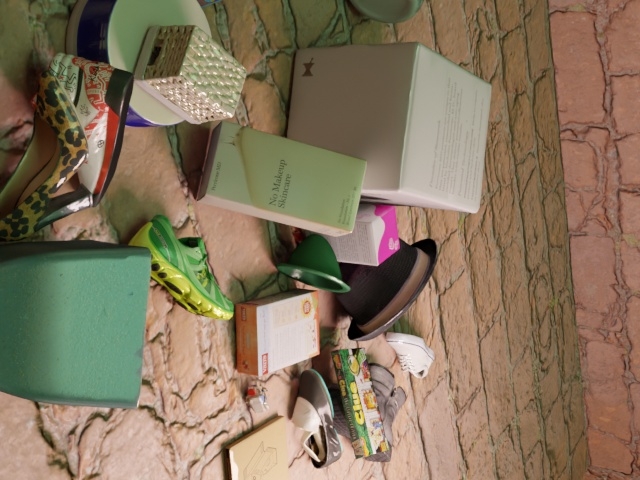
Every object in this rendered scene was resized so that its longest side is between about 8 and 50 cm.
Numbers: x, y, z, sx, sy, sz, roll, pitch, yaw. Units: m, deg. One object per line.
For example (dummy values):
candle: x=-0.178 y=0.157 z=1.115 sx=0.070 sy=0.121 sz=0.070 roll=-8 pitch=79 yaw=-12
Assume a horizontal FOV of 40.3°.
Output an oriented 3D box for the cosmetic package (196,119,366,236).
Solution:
cosmetic package: x=-0.078 y=-0.121 z=1.767 sx=0.309 sy=0.113 sz=0.160 roll=13 pitch=82 yaw=-17

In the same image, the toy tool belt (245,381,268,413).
toy tool belt: x=-0.143 y=0.342 z=1.941 sx=0.051 sy=0.052 sz=0.083 roll=-92 pitch=166 yaw=-53

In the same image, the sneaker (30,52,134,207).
sneaker: x=-0.406 y=-0.186 z=1.456 sx=0.090 sy=0.145 sz=0.270 roll=-79 pitch=-170 yaw=-52

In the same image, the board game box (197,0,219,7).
board game box: x=-0.225 y=-0.530 z=1.716 sx=0.169 sy=0.033 sz=0.133 roll=-38 pitch=124 yaw=-46

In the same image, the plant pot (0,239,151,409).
plant pot: x=-0.435 y=0.119 z=1.333 sx=0.252 sy=0.247 sz=0.248 roll=5 pitch=90 yaw=-38

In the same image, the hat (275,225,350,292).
hat: x=0.000 y=0.000 z=1.982 sx=0.208 sy=0.173 sz=0.183 roll=33 pitch=69 yaw=-49

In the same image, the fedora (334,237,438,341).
fedora: x=0.139 y=0.086 z=2.171 sx=0.152 sy=0.334 sz=0.334 roll=42 pitch=55 yaw=-14

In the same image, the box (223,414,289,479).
box: x=-0.142 y=0.508 z=1.979 sx=0.201 sy=0.021 sz=0.164 roll=-19 pitch=110 yaw=-53

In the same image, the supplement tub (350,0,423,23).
supplement tub: x=0.203 y=-0.721 z=2.155 sx=0.207 sy=0.207 sz=0.338 roll=54 pitch=53 yaw=-44

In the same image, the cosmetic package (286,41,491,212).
cosmetic package: x=0.163 y=-0.253 z=2.051 sx=0.394 sy=0.329 sz=0.327 roll=9 pitch=87 yaw=-54

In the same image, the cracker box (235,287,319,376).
cracker box: x=-0.094 y=0.202 z=1.968 sx=0.232 sy=0.067 sz=0.155 roll=-10 pitch=102 yaw=-55

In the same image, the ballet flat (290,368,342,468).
ballet flat: x=-0.012 y=0.443 z=2.100 sx=0.096 sy=0.095 sz=0.280 roll=-36 pitch=124 yaw=-33

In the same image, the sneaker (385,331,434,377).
sneaker: x=0.256 y=0.326 z=2.463 sx=0.258 sy=0.094 sz=0.091 roll=37 pitch=60 yaw=-52

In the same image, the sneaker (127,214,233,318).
sneaker: x=-0.247 y=0.059 z=1.693 sx=0.295 sy=0.109 sz=0.123 roll=52 pitch=57 yaw=-44

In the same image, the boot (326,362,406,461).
boot: x=0.109 y=0.407 z=2.272 sx=0.338 sy=0.118 sz=0.222 roll=58 pitch=39 yaw=-42

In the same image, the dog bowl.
dog bowl: x=-0.313 y=-0.334 z=1.551 sx=0.265 sy=0.104 sz=0.265 roll=-11 pitch=104 yaw=-54

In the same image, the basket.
basket: x=-0.220 y=-0.287 z=1.508 sx=0.167 sy=0.103 sz=0.113 roll=34 pitch=66 yaw=-51

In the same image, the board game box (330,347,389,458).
board game box: x=0.096 y=0.390 z=2.118 sx=0.136 sy=0.030 sz=0.259 roll=5 pitch=68 yaw=-57

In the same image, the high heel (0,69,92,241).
high heel: x=-0.453 y=-0.120 z=1.337 sx=0.186 sy=0.093 sz=0.261 roll=-27 pitch=135 yaw=-32

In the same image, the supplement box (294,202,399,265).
supplement box: x=0.060 y=-0.021 z=2.026 sx=0.111 sy=0.220 sz=0.114 roll=-33 pitch=120 yaw=-48
